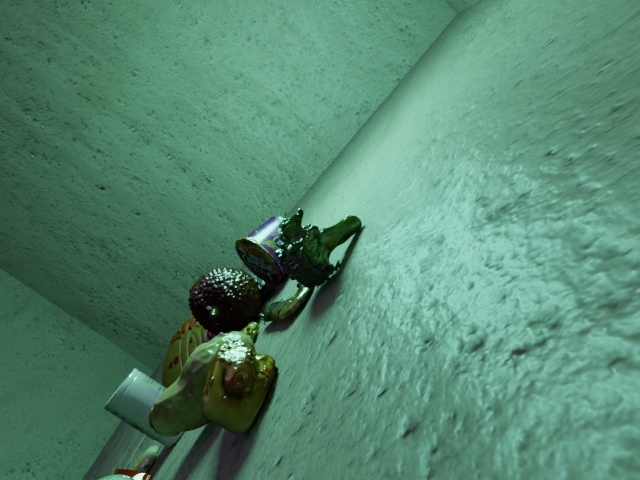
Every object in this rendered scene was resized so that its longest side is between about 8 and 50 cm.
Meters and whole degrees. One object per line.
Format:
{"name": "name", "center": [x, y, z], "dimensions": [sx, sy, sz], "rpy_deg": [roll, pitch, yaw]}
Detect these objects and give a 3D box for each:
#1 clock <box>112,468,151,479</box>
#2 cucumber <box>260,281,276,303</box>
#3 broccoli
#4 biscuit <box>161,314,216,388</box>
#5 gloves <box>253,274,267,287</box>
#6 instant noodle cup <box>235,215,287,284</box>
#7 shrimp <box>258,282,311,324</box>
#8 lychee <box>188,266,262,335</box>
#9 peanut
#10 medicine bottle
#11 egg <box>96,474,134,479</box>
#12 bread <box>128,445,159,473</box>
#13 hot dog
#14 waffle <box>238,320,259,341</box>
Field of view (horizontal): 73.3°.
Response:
{"name": "clock", "center": [-0.586, 0.764, 1.271], "dimensions": [0.155, 0.113, 0.061], "rpy_deg": [-79, 0, -71]}
{"name": "cucumber", "center": [-0.245, 0.235, 1.764], "dimensions": [0.181, 0.053, 0.053], "rpy_deg": [-49, 11, 26]}
{"name": "broccoli", "center": [-0.017, -0.009, 1.209], "dimensions": [0.275, 0.198, 0.177], "rpy_deg": [-58, 12, -30]}
{"name": "biscuit", "center": [-0.545, 0.475, 1.806], "dimensions": [0.381, 0.074, 0.359], "rpy_deg": [-44, 42, 21]}
{"name": "gloves", "center": [-0.230, 0.118, 1.992], "dimensions": [0.142, 0.119, 0.285], "rpy_deg": [95, -166, -45]}
{"name": "instant noodle cup", "center": [-0.194, 0.029, 1.767], "dimensions": [0.190, 0.251, 0.251], "rpy_deg": [-48, 7, -31]}
{"name": "shrimp", "center": [-0.108, 0.188, 1.347], "dimensions": [0.169, 0.058, 0.296], "rpy_deg": [-49, 12, -29]}
{"name": "lychee", "center": [-0.356, 0.226, 1.638], "dimensions": [0.276, 0.275, 0.304], "rpy_deg": [-49, 2, 14]}
{"name": "peanut", "center": [-0.316, 0.401, 1.201], "dimensions": [0.340, 0.158, 0.174], "rpy_deg": [-57, -27, -9]}
{"name": "medicine bottle", "center": [-0.567, 0.562, 1.442], "dimensions": [0.152, 0.254, 0.152], "rpy_deg": [-49, 11, 12]}
{"name": "egg", "center": [-0.519, 0.680, 1.060], "dimensions": [0.217, 0.183, 0.183], "rpy_deg": [-34, 18, 35]}
{"name": "bread", "center": [-0.654, 0.820, 1.528], "dimensions": [0.251, 0.039, 0.182], "rpy_deg": [-44, 13, 37]}
{"name": "hot dog", "center": [-0.190, 0.319, 1.009], "dimensions": [0.153, 0.150, 0.256], "rpy_deg": [-62, 11, -1]}
{"name": "waffle", "center": [-0.275, 0.352, 1.484], "dimensions": [0.194, 0.051, 0.149], "rpy_deg": [-37, 16, 52]}
